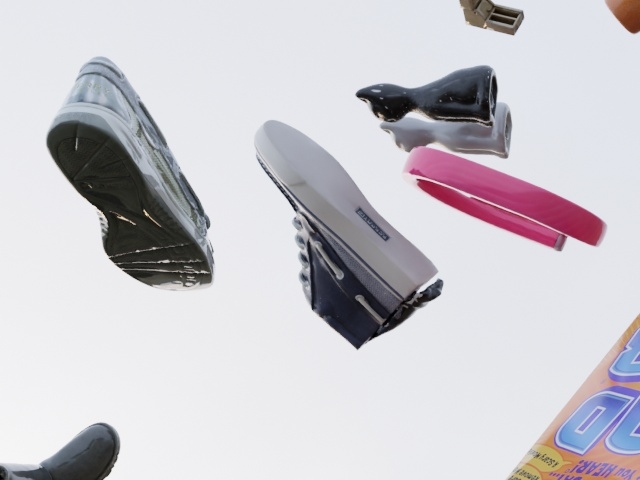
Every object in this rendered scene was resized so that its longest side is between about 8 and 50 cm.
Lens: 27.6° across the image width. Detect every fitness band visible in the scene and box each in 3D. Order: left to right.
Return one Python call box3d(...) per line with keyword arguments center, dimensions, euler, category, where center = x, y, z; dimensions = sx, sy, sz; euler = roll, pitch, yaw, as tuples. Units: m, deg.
box3d(center=(0.247, -0.052, 1.773), dimensions=(0.054, 0.291, 0.209), euler=(-67, -25, -2), category="fitness band")

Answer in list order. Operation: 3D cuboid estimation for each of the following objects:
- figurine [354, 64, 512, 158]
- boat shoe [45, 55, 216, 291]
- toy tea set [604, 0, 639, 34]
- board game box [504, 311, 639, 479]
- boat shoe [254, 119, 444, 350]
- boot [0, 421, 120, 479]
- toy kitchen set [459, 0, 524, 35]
box3d(center=(0.180, -0.193, 2.032), dimensions=(0.210, 0.092, 0.215), euler=(0, -18, 18), category="figurine")
box3d(center=(-0.185, -0.053, 1.375), dimensions=(0.118, 0.103, 0.320), euler=(-2, -35, 21), category="boat shoe")
box3d(center=(0.529, -0.395, 2.043), dimensions=(0.200, 0.336, 0.124), euler=(39, -64, -24), category="toy tea set")
box3d(center=(0.503, 0.289, 1.462), dimensions=(0.356, 0.356, 0.356), euler=(-46, 15, -21), category="board game box")
box3d(center=(0.000, 0.000, 1.815), dimensions=(0.158, 0.340, 0.127), euler=(-48, -11, 28), category="boat shoe")
box3d(center=(-0.350, 0.284, 1.587), dimensions=(0.189, 0.076, 0.208), euler=(-46, -23, -3), category="boot")
box3d(center=(0.231, -0.329, 1.718), dimensions=(0.075, 0.068, 0.083), euler=(19, -26, 27), category="toy kitchen set")
